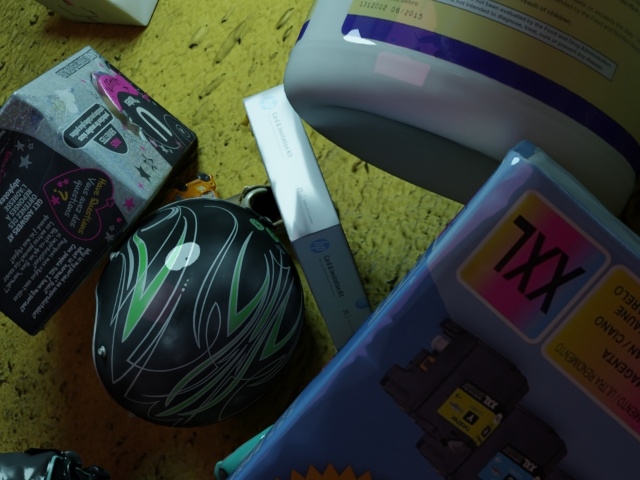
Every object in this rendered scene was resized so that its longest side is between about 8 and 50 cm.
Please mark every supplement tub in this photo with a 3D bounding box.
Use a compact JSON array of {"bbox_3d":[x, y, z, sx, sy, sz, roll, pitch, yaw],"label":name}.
[{"bbox_3d":[0.142,-0.198,0.893,0.241,0.241,0.331,17,81,48],"label":"supplement tub"}]

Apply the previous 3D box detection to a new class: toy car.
[{"bbox_3d":[-0.089,-0.060,1.196,0.040,0.060,0.122,44,112,16],"label":"toy car"}]

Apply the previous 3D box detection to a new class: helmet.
[{"bbox_3d":[-0.094,0.061,1.053,0.169,0.169,0.161,-42,31,21],"label":"helmet"}]

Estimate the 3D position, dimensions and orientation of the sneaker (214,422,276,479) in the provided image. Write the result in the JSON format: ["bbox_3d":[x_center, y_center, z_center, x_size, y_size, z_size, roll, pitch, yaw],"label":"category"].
[{"bbox_3d":[-0.020,0.228,0.909,0.178,0.124,0.295,30,84,44],"label":"sneaker"}]

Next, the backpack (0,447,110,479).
[{"bbox_3d":[-0.245,0.273,1.078,0.144,0.166,0.188,-6,70,6],"label":"backpack"}]

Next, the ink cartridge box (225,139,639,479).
[{"bbox_3d":[0.080,0.183,0.720,0.270,0.151,0.395,41,103,6],"label":"ink cartridge box"}]

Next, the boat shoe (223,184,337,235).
[{"bbox_3d":[-0.046,-0.028,1.139,0.135,0.045,0.050,-3,67,45],"label":"boat shoe"}]

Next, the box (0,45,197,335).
[{"bbox_3d":[-0.223,-0.053,1.181,0.163,0.142,0.247,-48,9,15],"label":"box"}]

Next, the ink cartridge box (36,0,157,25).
[{"bbox_3d":[-0.247,-0.303,1.477,0.198,0.067,0.115,14,79,47],"label":"ink cartridge box"}]

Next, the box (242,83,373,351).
[{"bbox_3d":[0.000,0.000,0.976,0.038,0.186,0.145,-21,49,2],"label":"box"}]
